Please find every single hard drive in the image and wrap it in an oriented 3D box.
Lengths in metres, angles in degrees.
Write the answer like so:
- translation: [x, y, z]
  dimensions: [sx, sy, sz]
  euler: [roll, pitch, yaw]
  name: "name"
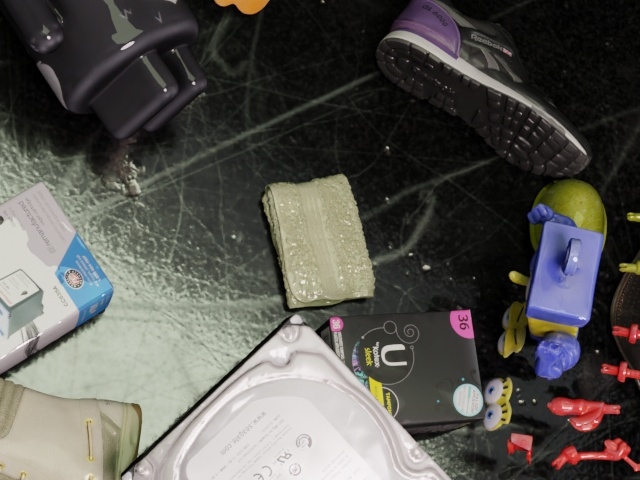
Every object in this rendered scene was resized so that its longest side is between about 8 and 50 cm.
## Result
- translation: [0.004, 0.271, 1.276]
  dimensions: [0.237, 0.064, 0.339]
  euler: [-42, 91, -12]
  name: "hard drive"

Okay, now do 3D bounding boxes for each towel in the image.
- translation: [0.000, 0.000, 1.466]
  dimensions: [0.110, 0.027, 0.148]
  euler: [-9, 77, -19]
  name: "towel"

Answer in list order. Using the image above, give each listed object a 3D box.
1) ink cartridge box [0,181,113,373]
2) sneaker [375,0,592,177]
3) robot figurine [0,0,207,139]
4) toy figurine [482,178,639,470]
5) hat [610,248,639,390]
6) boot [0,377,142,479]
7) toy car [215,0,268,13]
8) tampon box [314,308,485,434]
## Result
- translation: [-0.327, 0.052, 1.327]
  dimensions: [0.191, 0.082, 0.139]
  euler: [-33, 86, -23]
  name: "ink cartridge box"
- translation: [0.214, -0.193, 1.548]
  dimensions: [0.283, 0.107, 0.124]
  euler: [35, 62, -4]
  name: "sneaker"
- translation: [-0.238, -0.248, 1.391]
  dimensions: [0.173, 0.209, 0.278]
  euler: [-33, 85, -9]
  name: "robot figurine"
- translation: [0.290, 0.043, 1.405]
  dimensions: [0.191, 0.217, 0.362]
  euler: [11, 62, 15]
  name: "toy figurine"
- translation: [0.511, 0.110, 1.526]
  dimensions: [0.331, 0.134, 0.331]
  euler: [5, 72, -15]
  name: "hat"
- translation: [-0.271, 0.247, 1.283]
  dimensions: [0.165, 0.077, 0.213]
  euler: [15, 65, -16]
  name: "boot"
- translation: [-0.122, -0.359, 1.473]
  dimensions: [0.210, 0.219, 0.238]
  euler: [-30, 113, -27]
  name: "toy car"
- translation: [0.078, 0.145, 1.404]
  dimensions: [0.161, 0.101, 0.120]
  euler: [-3, 75, -17]
  name: "tampon box"
